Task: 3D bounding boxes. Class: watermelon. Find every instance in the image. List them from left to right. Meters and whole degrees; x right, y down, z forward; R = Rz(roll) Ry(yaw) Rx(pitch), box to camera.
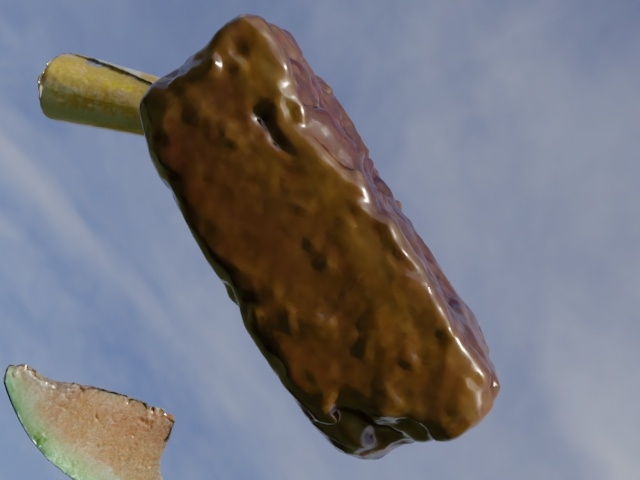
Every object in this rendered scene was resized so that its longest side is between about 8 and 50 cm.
[{"bbox_3d":[-0.186,0.140,1.073,0.155,0.080,0.101,22,9,-31],"label":"watermelon"}]

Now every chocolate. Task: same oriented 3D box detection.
[{"bbox_3d":[-0.198,-0.150,1.522,0.219,0.085,0.085,14,-42,16],"label":"chocolate"}]

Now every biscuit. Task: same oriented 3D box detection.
[{"bbox_3d":[0.000,0.000,1.247,0.395,0.166,0.342,58,3,0],"label":"biscuit"}]
